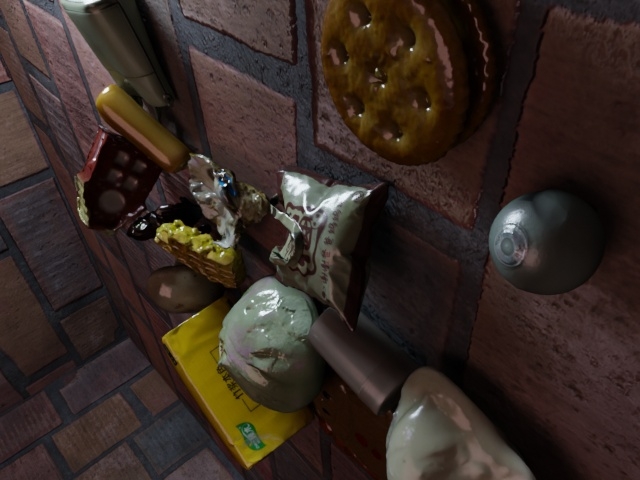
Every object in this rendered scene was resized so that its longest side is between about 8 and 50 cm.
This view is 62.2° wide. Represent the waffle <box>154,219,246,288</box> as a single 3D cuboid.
[{"bbox_3d":[-0.284,0.035,1.244,0.219,0.057,0.229,25,158,5],"label":"waffle"}]

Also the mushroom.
[{"bbox_3d":[-0.359,0.089,1.427,0.207,0.207,0.215,136,133,-61],"label":"mushroom"}]

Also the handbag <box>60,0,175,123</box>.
[{"bbox_3d":[-0.402,-0.386,1.136,0.241,0.109,0.315,30,154,41],"label":"handbag"}]

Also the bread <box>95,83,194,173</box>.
[{"bbox_3d":[-0.387,-0.237,1.172,0.239,0.074,0.092,41,156,-6],"label":"bread"}]

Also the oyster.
[{"bbox_3d":[-0.202,-0.093,1.085,0.223,0.083,0.214,59,149,7],"label":"oyster"}]

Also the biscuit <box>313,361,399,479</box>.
[{"bbox_3d":[0.071,0.375,1.151,0.381,0.074,0.359,35,143,29],"label":"biscuit"}]

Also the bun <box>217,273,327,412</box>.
[{"bbox_3d":[-0.117,0.215,1.088,0.293,0.187,0.293,26,121,57],"label":"bun"}]

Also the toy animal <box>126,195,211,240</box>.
[{"bbox_3d":[-0.370,-0.028,1.301,0.116,0.179,0.218,59,145,-4],"label":"toy animal"}]

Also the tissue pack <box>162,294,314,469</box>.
[{"bbox_3d":[-0.214,0.370,1.378,0.382,0.228,0.293,51,162,11],"label":"tissue pack"}]

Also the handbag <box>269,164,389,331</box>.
[{"bbox_3d":[0.000,0.000,0.810,0.235,0.127,0.213,20,108,49],"label":"handbag"}]

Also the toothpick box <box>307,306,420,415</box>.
[{"bbox_3d":[0.075,0.200,0.918,0.180,0.111,0.111,42,148,27],"label":"toothpick box"}]

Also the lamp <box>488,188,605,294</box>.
[{"bbox_3d":[0.217,0.002,0.514,0.105,0.105,0.105,37,145,32],"label":"lamp"}]

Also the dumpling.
[{"bbox_3d":[0.213,0.354,0.773,0.243,0.187,0.318,9,126,61],"label":"dumpling"}]

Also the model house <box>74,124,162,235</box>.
[{"bbox_3d":[-0.505,-0.130,1.290,0.160,0.254,0.196,21,-176,-33],"label":"model house"}]

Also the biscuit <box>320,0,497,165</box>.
[{"bbox_3d":[0.085,-0.187,0.572,0.220,0.066,0.220,42,150,31],"label":"biscuit"}]
